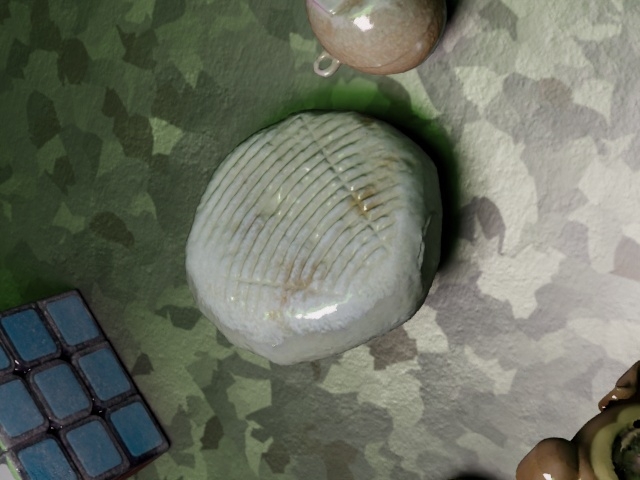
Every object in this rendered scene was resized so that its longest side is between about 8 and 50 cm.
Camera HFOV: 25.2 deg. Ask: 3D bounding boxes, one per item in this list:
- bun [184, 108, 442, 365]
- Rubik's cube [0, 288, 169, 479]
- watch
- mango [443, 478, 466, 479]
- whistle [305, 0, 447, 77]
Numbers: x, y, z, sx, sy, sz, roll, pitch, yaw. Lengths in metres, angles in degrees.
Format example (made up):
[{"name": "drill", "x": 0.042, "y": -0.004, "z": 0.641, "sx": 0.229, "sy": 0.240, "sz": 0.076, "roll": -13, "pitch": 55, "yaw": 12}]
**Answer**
[{"name": "bun", "x": 0.004, "y": 0.003, "z": 1.835, "sx": 0.354, "sy": 0.194, "sz": 0.354, "roll": -10, "pitch": 66, "yaw": 22}, {"name": "Rubik's cube", "x": -0.473, "y": 0.291, "z": 2.142, "sx": 0.303, "sy": 0.305, "sz": 0.301, "roll": -37, "pitch": 82, "yaw": 31}, {"name": "watch", "x": 0.372, "y": 0.357, "z": 1.672, "sx": 0.314, "sy": 0.335, "sz": 0.327, "roll": 31, "pitch": 135, "yaw": 16}, {"name": "mango", "x": 0.178, "y": 0.458, "z": 1.823, "sx": 0.192, "sy": 0.146, "sz": 0.316, "roll": -12, "pitch": 60, "yaw": 13}, {"name": "whistle", "x": 0.113, "y": -0.333, "z": 1.752, "sx": 0.189, "sy": 0.189, "sz": 0.348, "roll": 42, "pitch": 97, "yaw": 17}]
